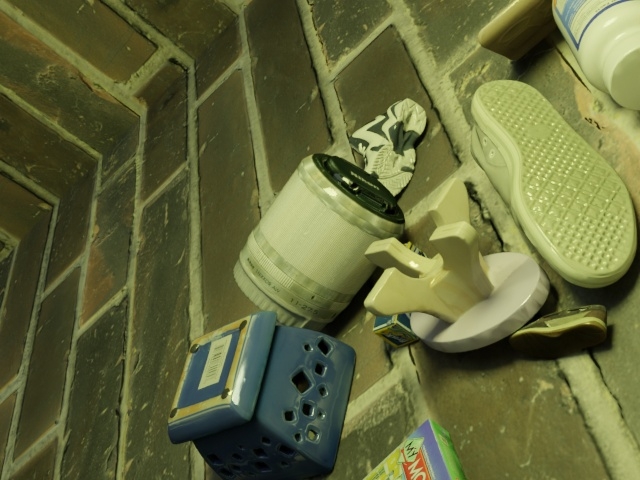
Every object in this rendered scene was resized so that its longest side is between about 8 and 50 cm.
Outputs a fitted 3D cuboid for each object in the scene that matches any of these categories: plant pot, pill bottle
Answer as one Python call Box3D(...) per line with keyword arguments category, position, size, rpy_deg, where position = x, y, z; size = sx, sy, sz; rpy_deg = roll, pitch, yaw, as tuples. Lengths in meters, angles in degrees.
Box3D(category="plant pot", position=(-0.108, 0.260, 1.579), size=(0.236, 0.212, 0.236), rpy_deg=(-26, 39, 41))
Box3D(category="pill bottle", position=(0.462, -0.318, 1.452), size=(0.152, 0.152, 0.272), rpy_deg=(-38, 33, 24))

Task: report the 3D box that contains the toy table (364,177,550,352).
Box3D(category="toy table", position=(0.189, 0.047, 1.395), size=(0.274, 0.161, 0.252), rpy_deg=(-25, 27, 51))

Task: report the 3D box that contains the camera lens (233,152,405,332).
Box3D(category="camera lens", position=(0.000, 0.000, 1.678), size=(0.274, 0.219, 0.219), rpy_deg=(-54, 28, 17))

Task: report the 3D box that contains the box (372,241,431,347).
Box3D(category="box", position=(0.137, 0.089, 1.568), size=(0.054, 0.059, 0.169), rpy_deg=(-28, 37, 41))

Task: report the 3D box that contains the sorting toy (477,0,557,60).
Box3D(category="sorting toy", position=(0.373, -0.400, 1.644), size=(0.193, 0.208, 0.038), rpy_deg=(-40, 74, 22))

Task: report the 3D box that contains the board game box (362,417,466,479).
Box3D(category="board game box", position=(0.112, 0.396, 1.224), size=(0.213, 0.046, 0.317), rpy_deg=(-46, 18, 12))

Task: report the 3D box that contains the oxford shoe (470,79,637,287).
Box3D(category="oxford shoe", position=(0.337, -0.078, 1.411), size=(0.449, 0.169, 0.130), rpy_deg=(-109, 17, -48))

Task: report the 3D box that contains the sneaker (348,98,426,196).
Box3D(category="sneaker", position=(0.110, -0.162, 1.859), size=(0.153, 0.094, 0.235), rpy_deg=(-18, 50, 56))

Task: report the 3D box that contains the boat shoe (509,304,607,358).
Box3D(category="boat shoe", position=(0.325, 0.122, 1.275), size=(0.152, 0.056, 0.049), rpy_deg=(-17, 30, 47))
